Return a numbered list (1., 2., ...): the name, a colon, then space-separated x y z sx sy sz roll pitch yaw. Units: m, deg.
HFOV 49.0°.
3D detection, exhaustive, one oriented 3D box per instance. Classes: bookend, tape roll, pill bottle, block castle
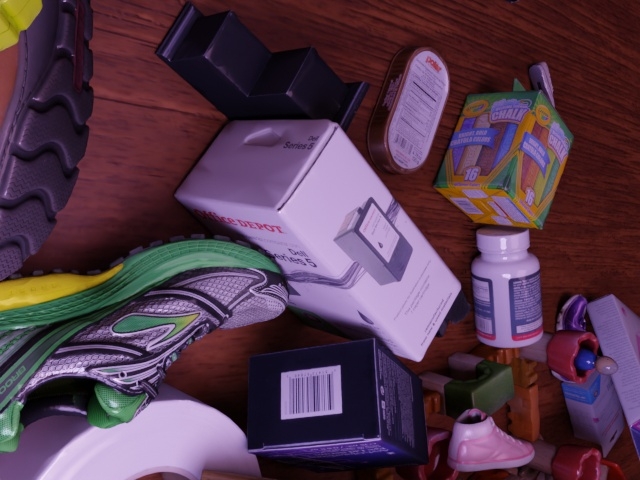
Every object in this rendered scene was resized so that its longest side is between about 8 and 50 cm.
1. bookend: -0.061 -0.179 0.733 0.157 0.156 0.072 39 71 -37
2. tape roll: -0.199 0.289 0.712 0.286 0.100 0.286 -7 101 -42
3. pill bottle: 0.297 0.070 1.121 0.108 0.108 0.180 -19 108 -39
4. block castle: 0.271 0.336 1.064 0.453 0.212 0.303 -19 109 -39

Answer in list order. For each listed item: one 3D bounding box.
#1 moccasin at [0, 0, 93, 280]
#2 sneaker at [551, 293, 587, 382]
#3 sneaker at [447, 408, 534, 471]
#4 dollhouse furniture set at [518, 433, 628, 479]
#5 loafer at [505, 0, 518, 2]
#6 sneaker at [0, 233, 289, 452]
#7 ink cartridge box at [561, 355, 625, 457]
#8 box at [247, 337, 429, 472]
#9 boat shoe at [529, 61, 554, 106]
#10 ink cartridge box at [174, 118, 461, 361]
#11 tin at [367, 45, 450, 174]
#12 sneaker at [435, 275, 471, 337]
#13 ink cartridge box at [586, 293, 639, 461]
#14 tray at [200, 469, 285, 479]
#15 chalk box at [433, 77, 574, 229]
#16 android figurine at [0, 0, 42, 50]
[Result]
1. moccasin: -0.269 -0.155 0.562 0.139 0.146 0.380 7 87 -87
2. sneaker: 0.494 0.188 1.340 0.068 0.071 0.170 4 92 -42
3. sneaker: 0.220 0.248 0.888 0.134 0.051 0.070 3 90 -29
4. dollhouse furniture set: 0.543 0.463 1.296 0.135 0.262 0.259 -56 129 -24
5. loafer: 0.296 -0.433 1.060 0.365 0.134 0.130 -11 130 -31
6. sneaker: -0.172 0.098 0.658 0.343 0.134 0.146 -16 63 -34
7. ink cartridge box: 0.554 0.334 1.419 0.104 0.061 0.181 -38 118 -33
8. box: 0.027 0.199 0.811 0.207 0.153 0.108 45 38 -56
9. boat shoe: 0.387 -0.259 1.209 0.035 0.035 0.100 -32 109 -32
10. ink cartridge box: 0.000 0.000 0.783 0.273 0.198 0.115 47 66 -35
11. tin: 0.127 -0.182 0.984 0.106 0.040 0.190 29 76 -45
12. sneaker: 0.172 0.080 1.052 0.089 0.051 0.170 -54 131 -23
13. ink cartridge box: 0.668 0.306 1.402 0.324 0.071 0.330 30 41 -42
14. tray: 0.070 0.362 0.686 0.410 0.076 0.203 10 85 -7
15. chalk box: 0.289 -0.142 1.068 0.132 0.132 0.213 34 74 -40
16. android figurine: -0.299 -0.210 0.478 0.272 0.056 0.248 -2 81 -6
